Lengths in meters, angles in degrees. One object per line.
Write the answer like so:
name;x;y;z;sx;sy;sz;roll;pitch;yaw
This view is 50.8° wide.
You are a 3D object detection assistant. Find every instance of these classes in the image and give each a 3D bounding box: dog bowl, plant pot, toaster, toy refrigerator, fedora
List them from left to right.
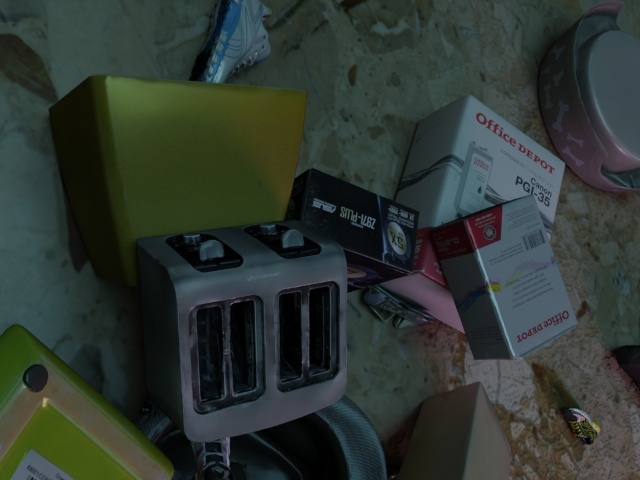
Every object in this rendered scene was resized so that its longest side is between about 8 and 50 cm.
plant pot;-0.260;0.198;0.507;0.228;0.207;0.227;57;42;-32
plant pot;-0.151;-0.053;0.704;0.212;0.212;0.187;-3;92;-32
toaster;-0.072;0.080;0.609;0.168;0.110;0.186;-7;105;-30
fedora;-0.080;0.259;0.707;0.275;0.124;0.244;3;74;-19
toy refrigerator;0.157;0.273;0.790;0.102;0.094;0.269;64;20;-3
dog bowl;0.535;-0.246;1.212;0.348;0.102;0.349;7;76;-29

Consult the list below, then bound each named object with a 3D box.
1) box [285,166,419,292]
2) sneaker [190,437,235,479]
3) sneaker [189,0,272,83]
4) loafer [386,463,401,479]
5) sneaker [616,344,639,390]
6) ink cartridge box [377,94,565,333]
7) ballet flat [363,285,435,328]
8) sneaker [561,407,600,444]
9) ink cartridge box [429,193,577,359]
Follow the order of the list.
box;0.000;0.000;0.785;0.147;0.180;0.078;20;68;-27
sneaker;-0.094;0.202;0.611;0.038;0.069;0.098;-1;75;-20
sneaker;-0.104;-0.239;0.847;0.082;0.071;0.191;28;66;-29
loafer;0.168;0.385;0.852;0.267;0.084;0.096;50;59;-12
sneaker;0.605;0.267;1.136;0.286;0.109;0.130;31;71;-20
ink cartridge box;0.215;-0.031;0.959;0.207;0.117;0.283;28;66;-22
ballet flat;0.103;0.097;0.914;0.114;0.041;0.041;29;65;-22
sneaker;0.405;0.289;1.049;0.083;0.031;0.035;37;63;-19
ink cartridge box;0.227;0.046;0.836;0.127;0.072;0.175;-18;90;-32
